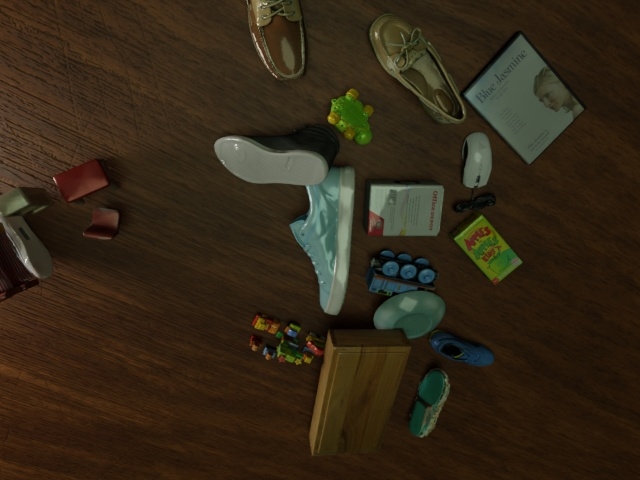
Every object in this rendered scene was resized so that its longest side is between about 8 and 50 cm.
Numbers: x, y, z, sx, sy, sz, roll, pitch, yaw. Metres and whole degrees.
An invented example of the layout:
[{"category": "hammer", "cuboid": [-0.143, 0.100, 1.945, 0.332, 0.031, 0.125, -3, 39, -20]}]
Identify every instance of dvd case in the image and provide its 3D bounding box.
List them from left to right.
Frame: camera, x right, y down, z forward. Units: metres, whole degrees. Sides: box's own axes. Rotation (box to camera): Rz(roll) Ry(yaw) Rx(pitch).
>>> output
[{"category": "dvd case", "cuboid": [0.475, -0.326, 0.985, 0.253, 0.022, 0.180, 39, 103, -15]}]

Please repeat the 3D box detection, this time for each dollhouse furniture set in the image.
[{"category": "dollhouse furniture set", "cuboid": [-0.612, -0.014, 0.903, 0.374, 0.152, 0.201, -26, 100, -6]}]

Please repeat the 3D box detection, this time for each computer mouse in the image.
[{"category": "computer mouse", "cuboid": [0.378, -0.163, 1.025, 0.106, 0.042, 0.193, -6, 110, -1]}]

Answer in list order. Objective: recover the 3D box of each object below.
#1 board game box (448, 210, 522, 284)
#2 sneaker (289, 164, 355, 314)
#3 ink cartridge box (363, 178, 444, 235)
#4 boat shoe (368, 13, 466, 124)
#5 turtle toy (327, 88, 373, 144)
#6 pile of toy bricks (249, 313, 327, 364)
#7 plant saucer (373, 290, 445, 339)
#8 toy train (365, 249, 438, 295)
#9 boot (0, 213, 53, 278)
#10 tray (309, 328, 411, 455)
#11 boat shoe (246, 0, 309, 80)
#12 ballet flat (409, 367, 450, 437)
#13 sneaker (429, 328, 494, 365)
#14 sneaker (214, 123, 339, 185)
[{"category": "board game box", "cuboid": [0.426, 0.020, 1.092, 0.092, 0.043, 0.181, -43, 107, 11]}, {"category": "sneaker", "cuboid": [0.000, 0.000, 1.022, 0.150, 0.135, 0.366, 4, 100, 3]}, {"category": "ink cartridge box", "cuboid": [0.198, -0.080, 1.026, 0.175, 0.072, 0.128, 0, 109, -4]}, {"category": "boat shoe", "cuboid": [0.221, -0.372, 0.916, 0.285, 0.089, 0.104, 41, 102, -15]}, {"category": "turtle toy", "cuboid": [0.070, -0.269, 0.954, 0.130, 0.066, 0.095, 42, 78, -18]}, {"category": "pile of toy bricks", "cuboid": [-0.090, 0.286, 1.118, 0.212, 0.105, 0.118, 24, 106, -11]}, {"category": "plant saucer", "cuboid": [0.240, 0.212, 1.115, 0.194, 0.037, 0.195, -3, 131, -3]}, {"category": "toy train", "cuboid": [0.209, 0.093, 1.088, 0.184, 0.080, 0.105, 12, 117, -10]}, {"category": "boot", "cuboid": [-0.727, 0.017, 1.008, 0.086, 0.069, 0.190, -24, 100, 10]}, {"category": "tray", "cuboid": [0.096, 0.424, 1.150, 0.202, 0.076, 0.411, 2, 119, -11]}, {"category": "boat shoe", "cuboid": [-0.099, -0.489, 0.838, 0.122, 0.120, 0.324, -14, 109, 1]}, {"category": "ballet flat", "cuboid": [0.325, 0.467, 1.233, 0.077, 0.091, 0.241, 1, 117, -36]}, {"category": "sneaker", "cuboid": [0.402, 0.317, 1.175, 0.209, 0.082, 0.069, 23, 104, -13]}, {"category": "sneaker", "cuboid": [-0.090, -0.203, 0.958, 0.295, 0.147, 0.105, 12, 130, 24]}]
